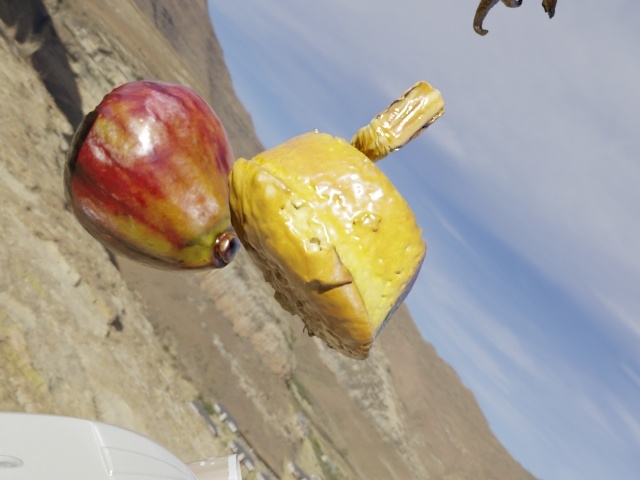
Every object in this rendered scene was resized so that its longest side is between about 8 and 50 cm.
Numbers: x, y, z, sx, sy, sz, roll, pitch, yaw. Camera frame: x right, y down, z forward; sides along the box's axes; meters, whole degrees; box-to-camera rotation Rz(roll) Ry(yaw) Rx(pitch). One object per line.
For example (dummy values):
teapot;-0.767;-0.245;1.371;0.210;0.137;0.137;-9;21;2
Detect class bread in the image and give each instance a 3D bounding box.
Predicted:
bread;0.000;0.000;0.690;0.268;0.146;0.268;48;-15;18
bread;0.081;-0.124;0.675;0.044;0.111;0.083;52;-8;-7

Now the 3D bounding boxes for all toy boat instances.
toy boat;-0.210;0.218;0.512;0.141;0.141;0.269;50;2;38

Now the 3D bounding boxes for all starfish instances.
starfish;0.272;-0.332;0.790;0.146;0.190;0.074;-13;72;-50

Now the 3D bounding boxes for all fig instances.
fig;-0.213;-0.077;0.835;0.224;0.224;0.263;-142;-147;-77

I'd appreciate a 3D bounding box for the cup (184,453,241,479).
cup;-0.168;0.358;0.937;0.102;0.099;0.074;135;-52;-84
